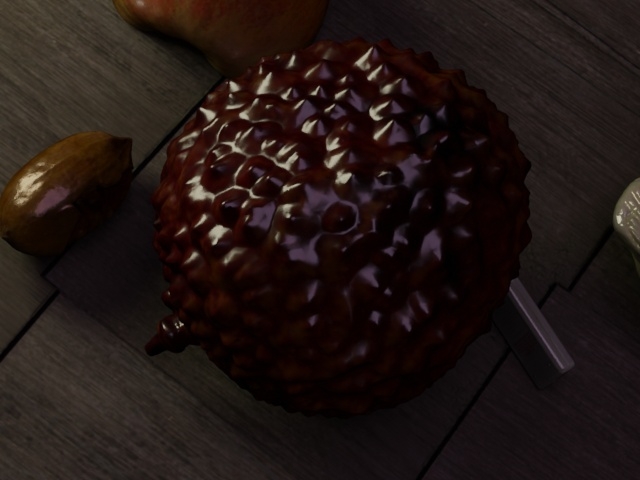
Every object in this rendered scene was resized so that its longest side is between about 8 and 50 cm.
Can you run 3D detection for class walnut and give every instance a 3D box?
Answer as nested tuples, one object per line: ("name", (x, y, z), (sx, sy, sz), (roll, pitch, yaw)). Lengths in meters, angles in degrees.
("walnut", (-0.300, -0.061, 1.857), (0.116, 0.116, 0.207), (42, 63, 6))

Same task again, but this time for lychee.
("lychee", (0.000, 0.000, 1.733), (0.500, 0.424, 0.424), (-37, 79, 10))

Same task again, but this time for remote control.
("remote control", (0.240, 0.090, 1.901), (0.029, 0.087, 0.190), (-28, 77, -21))

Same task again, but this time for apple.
("apple", (-0.120, -0.360, 1.958), (0.293, 0.163, 0.251), (28, 70, -1))

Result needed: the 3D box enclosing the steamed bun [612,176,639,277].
("steamed bun", (0.534, 0.012, 1.907), (0.320, 0.206, 0.275), (16, 65, 32))
